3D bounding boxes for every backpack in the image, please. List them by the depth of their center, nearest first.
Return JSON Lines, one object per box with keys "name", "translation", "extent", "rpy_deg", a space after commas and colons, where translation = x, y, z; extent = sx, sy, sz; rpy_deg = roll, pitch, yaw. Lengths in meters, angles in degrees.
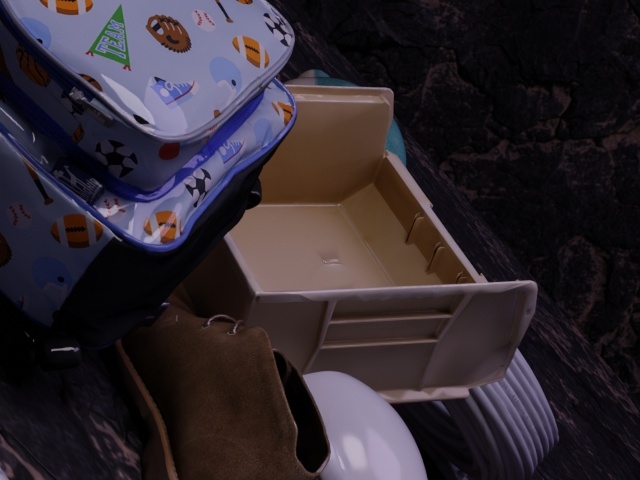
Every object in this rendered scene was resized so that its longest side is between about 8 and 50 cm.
{"name": "backpack", "translation": [-0.166, -0.094, 1.244], "extent": [0.263, 0.213, 0.276], "rpy_deg": [33, 32, 6]}

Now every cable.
{"name": "cable", "translation": [0.118, 0.119, 1.862], "extent": [0.257, 0.089, 0.257], "rpy_deg": [50, -14, 8]}

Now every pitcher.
{"name": "pitcher", "translation": [0.019, 0.182, 1.335], "extent": [0.178, 0.125, 0.207], "rpy_deg": [76, -8, -57]}

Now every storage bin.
{"name": "storage bin", "translation": [0.000, 0.000, 1.550], "extent": [0.260, 0.123, 0.262], "rpy_deg": [-2, 38, -29]}

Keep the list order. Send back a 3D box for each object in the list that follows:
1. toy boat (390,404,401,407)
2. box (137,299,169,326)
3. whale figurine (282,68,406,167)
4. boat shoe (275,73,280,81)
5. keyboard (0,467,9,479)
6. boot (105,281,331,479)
{"name": "toy boat", "translation": [0.011, 0.043, 1.722], "extent": [0.231, 0.151, 0.151], "rpy_deg": [55, 12, 18]}
{"name": "box", "translation": [-0.184, -0.009, 1.328], "extent": [0.116, 0.029, 0.162], "rpy_deg": [1, 46, -46]}
{"name": "whale figurine", "translation": [0.015, -0.068, 2.027], "extent": [0.272, 0.141, 0.216], "rpy_deg": [88, 2, -81]}
{"name": "boat shoe", "translation": [-0.138, -0.183, 1.919], "extent": [0.123, 0.116, 0.324], "rpy_deg": [50, 9, 22]}
{"name": "keyboard", "translation": [-0.177, 0.131, 1.045], "extent": [0.256, 0.014, 0.072], "rpy_deg": [54, 11, 11]}
{"name": "boot", "translation": [-0.069, 0.092, 1.346], "extent": [0.112, 0.115, 0.305], "rpy_deg": [39, 14, -35]}
